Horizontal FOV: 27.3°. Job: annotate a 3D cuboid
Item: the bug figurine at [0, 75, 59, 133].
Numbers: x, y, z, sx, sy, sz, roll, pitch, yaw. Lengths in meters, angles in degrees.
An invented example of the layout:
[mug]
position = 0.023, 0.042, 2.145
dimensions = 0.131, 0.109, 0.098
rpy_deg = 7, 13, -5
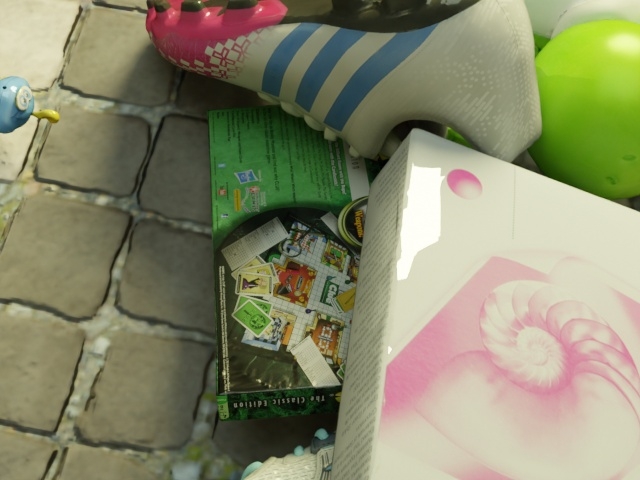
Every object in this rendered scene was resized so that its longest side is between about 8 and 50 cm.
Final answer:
[bug figurine]
position = -0.265, -0.184, 0.940
dimensions = 0.216, 0.072, 0.279
rpy_deg = 8, 61, 5

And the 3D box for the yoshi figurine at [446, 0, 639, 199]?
[yoshi figurine]
position = 0.138, -0.156, 0.860
dimensions = 0.203, 0.203, 0.362
rpy_deg = -39, 69, -11

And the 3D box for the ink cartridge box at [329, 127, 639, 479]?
[ink cartridge box]
position = 0.167, 0.125, 0.673
dimensions = 0.324, 0.071, 0.330
rpy_deg = 19, 48, -12

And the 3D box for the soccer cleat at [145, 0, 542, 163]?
[soccer cleat]
position = 0.002, -0.109, 0.842
dimensions = 0.116, 0.143, 0.331
rpy_deg = -37, 29, -27

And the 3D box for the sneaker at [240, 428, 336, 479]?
[sneaker]
position = 0.027, 0.147, 0.740
dimensions = 0.283, 0.110, 0.122
rpy_deg = 1, 52, -9

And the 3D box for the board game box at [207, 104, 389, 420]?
[board game box]
position = 0.000, 0.000, 0.814
dimensions = 0.136, 0.030, 0.259
rpy_deg = -6, 43, 0
